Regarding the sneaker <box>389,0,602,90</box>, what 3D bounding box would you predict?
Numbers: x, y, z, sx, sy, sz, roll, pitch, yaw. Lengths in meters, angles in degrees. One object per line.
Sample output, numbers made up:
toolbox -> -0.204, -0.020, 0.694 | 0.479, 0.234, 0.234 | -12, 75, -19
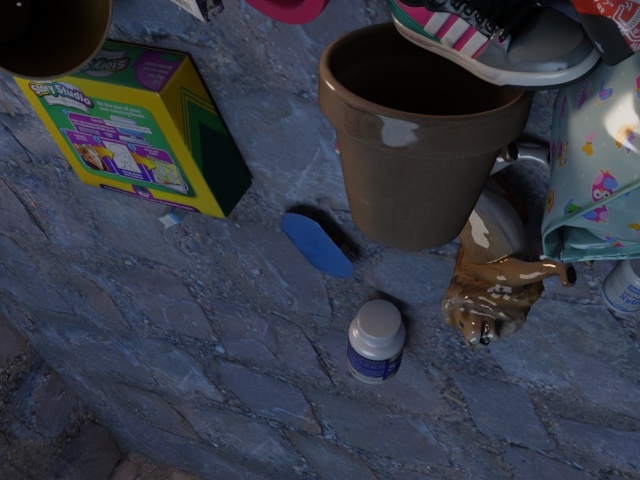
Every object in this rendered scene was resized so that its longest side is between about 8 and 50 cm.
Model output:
sneaker -> 0.177, -0.288, 1.241 | 0.295, 0.124, 0.178 | 28, 161, 38

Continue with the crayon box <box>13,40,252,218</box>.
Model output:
crayon box -> -0.337, -0.208, 1.957 | 0.363, 0.106, 0.313 | 14, 146, 31

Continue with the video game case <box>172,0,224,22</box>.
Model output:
video game case -> -0.240, -0.426, 1.493 | 0.232, 0.042, 0.210 | 37, 160, 35

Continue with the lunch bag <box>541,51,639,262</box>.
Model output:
lunch bag -> 0.350, -0.103, 1.252 | 0.160, 0.223, 0.262 | 15, 158, -20

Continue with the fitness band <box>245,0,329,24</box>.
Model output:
fitness band -> -0.082, -0.403, 1.431 | 0.209, 0.054, 0.291 | 16, 149, 24

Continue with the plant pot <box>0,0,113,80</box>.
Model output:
plant pot -> -0.484, -0.376, 1.746 | 0.237, 0.237, 0.254 | 48, 164, -27

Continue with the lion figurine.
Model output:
lion figurine -> 0.237, -0.024, 1.579 | 0.240, 0.142, 0.392 | -5, 117, 40

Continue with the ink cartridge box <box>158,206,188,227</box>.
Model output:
ink cartridge box -> -0.296, -0.057, 2.221 | 0.028, 0.048, 0.083 | 42, 151, -18

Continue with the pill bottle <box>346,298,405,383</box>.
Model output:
pill bottle -> 0.109, 0.194, 2.135 | 0.112, 0.112, 0.186 | 26, 152, 14

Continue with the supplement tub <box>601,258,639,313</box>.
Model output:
supplement tub -> 0.457, 0.056, 1.586 | 0.071, 0.071, 0.107 | 29, 153, 7

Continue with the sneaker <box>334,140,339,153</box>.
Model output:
sneaker -> 0.124, -0.149, 1.591 | 0.104, 0.095, 0.236 | 37, 158, -22

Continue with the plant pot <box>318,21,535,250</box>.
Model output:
plant pot -> 0.122, -0.117, 1.376 | 0.263, 0.263, 0.229 | 21, 128, 22

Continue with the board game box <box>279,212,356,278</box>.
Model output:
board game box -> 0.000, 0.000, 2.023 | 0.168, 0.033, 0.133 | 50, 154, -20

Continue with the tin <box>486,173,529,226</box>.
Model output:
tin -> 0.234, -0.070, 1.656 | 0.190, 0.040, 0.106 | 43, 147, -19

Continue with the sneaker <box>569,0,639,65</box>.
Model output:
sneaker -> 0.294, -0.328, 1.123 | 0.145, 0.090, 0.270 | -30, 87, 19
